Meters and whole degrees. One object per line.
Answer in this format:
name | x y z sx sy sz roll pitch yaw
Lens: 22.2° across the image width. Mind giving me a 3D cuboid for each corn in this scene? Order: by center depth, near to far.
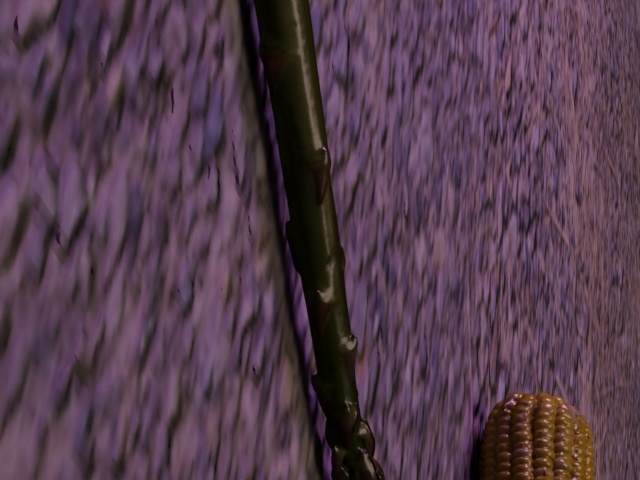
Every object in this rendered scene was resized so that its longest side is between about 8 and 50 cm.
corn | 0.111 0.163 0.855 0.085 0.063 0.165 86 10 -65

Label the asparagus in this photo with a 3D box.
asparagus | 0.000 0.000 0.566 0.024 0.025 0.248 28 -48 58
